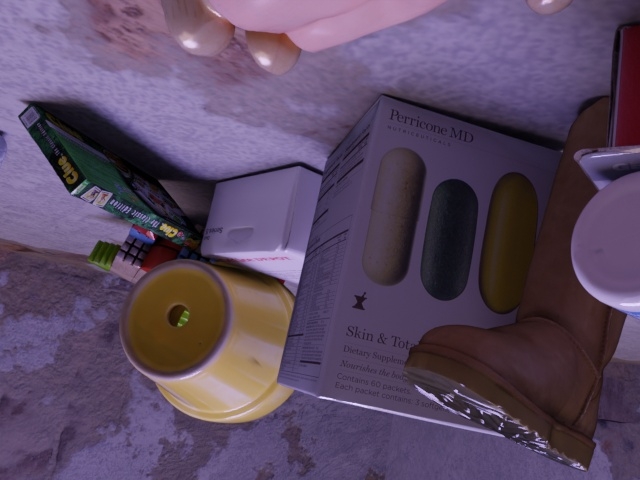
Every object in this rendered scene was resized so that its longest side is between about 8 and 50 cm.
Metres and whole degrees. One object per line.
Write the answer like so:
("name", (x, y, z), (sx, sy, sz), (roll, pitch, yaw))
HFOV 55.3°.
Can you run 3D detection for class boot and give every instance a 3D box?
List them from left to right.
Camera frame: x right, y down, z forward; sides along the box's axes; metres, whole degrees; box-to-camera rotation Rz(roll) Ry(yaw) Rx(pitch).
("boot", (0.174, 0.012, 0.454), (0.089, 0.270, 0.236), (11, 162, 40))

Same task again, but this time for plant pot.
("plant pot", (-0.164, 0.136, 0.907), (0.254, 0.254, 0.239), (6, 163, 15))

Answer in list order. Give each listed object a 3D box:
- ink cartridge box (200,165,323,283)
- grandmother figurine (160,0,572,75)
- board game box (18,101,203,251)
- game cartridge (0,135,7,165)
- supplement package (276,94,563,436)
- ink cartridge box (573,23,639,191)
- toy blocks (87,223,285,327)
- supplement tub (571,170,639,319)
("ink cartridge box", (0.000, 0.000, 0.873), (0.272, 0.115, 0.198), (20, 164, -39))
("grandmother figurine", (0.083, -0.142, 0.232), (0.342, 0.104, 0.208), (-3, -170, 35))
("board game box", (-0.251, -0.069, 0.776), (0.136, 0.030, 0.259), (51, -175, 23))
("game cartridge", (-0.586, -0.145, 0.812), (0.294, 0.060, 0.196), (17, 162, -31))
("supplement package", (0.094, 0.037, 0.608), (0.199, 0.263, 0.198), (15, 167, -11))
("ink cartridge box", (0.331, -0.060, 0.316), (0.309, 0.130, 0.272), (-2, 162, 41))
("toy blocks", (-0.241, 0.060, 1.175), (0.381, 0.191, 0.261), (30, 156, -13))
("supplement tub", (0.188, 0.014, 0.312), (0.107, 0.071, 0.071), (23, 163, -30))
